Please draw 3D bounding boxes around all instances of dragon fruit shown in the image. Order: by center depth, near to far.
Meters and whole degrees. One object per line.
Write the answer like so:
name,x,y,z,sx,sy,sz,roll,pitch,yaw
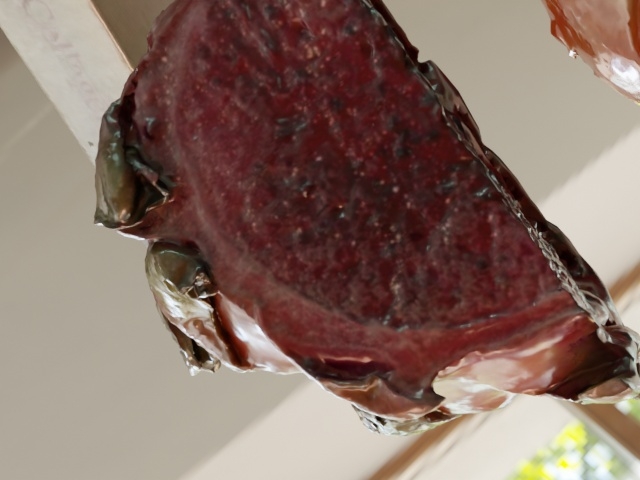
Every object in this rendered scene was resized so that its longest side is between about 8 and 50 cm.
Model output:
dragon fruit,0.000,0.000,0.420,0.096,0.147,0.102,-37,-8,3

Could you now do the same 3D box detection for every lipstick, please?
lipstick,-0.107,-0.115,0.922,0.080,0.076,0.371,-57,-49,-34

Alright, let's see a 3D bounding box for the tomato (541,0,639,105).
tomato,0.172,-0.143,0.673,0.184,0.208,0.208,-30,-48,-15
